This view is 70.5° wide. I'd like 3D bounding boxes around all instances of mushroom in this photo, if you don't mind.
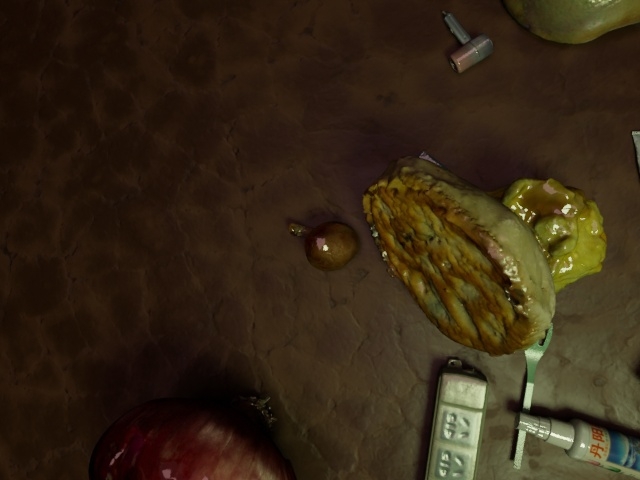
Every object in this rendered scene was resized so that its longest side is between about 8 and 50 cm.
[{"bbox_3d":[-0.003,0.005,0.769,0.130,0.073,0.088,17,121,15],"label":"mushroom"}]

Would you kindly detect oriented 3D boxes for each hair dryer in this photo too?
[{"bbox_3d":[0.229,-0.339,0.754,0.063,0.037,0.114,-31,74,11],"label":"hair dryer"}]

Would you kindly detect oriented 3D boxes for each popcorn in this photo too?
[{"bbox_3d":[0.311,-0.003,0.659,0.198,0.155,0.197,1,99,7],"label":"popcorn"}]

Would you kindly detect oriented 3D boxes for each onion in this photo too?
[{"bbox_3d":[-0.174,0.366,0.716,0.348,0.285,0.347,15,130,19],"label":"onion"}]

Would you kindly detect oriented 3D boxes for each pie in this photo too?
[{"bbox_3d":[0.180,0.027,0.626,0.093,0.315,0.315,-32,80,-18],"label":"pie"}]

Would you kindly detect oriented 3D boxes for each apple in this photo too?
[{"bbox_3d":[0.374,-0.423,0.685,0.193,0.120,0.264,-27,79,21],"label":"apple"}]

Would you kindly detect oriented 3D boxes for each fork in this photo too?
[{"bbox_3d":[0.324,0.239,0.712,0.039,0.021,0.234,11,91,17],"label":"fork"}]

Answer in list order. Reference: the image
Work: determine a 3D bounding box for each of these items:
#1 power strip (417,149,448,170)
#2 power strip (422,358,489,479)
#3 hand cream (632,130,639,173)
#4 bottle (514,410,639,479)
[{"bbox_3d":[0.153,-0.085,0.757,0.056,0.032,0.123,42,97,12],"label":"power strip"},{"bbox_3d":[0.209,0.328,0.715,0.078,0.052,0.271,9,89,12],"label":"power strip"},{"bbox_3d":[0.498,-0.123,0.693,0.030,0.019,0.093,-4,80,14],"label":"hand cream"},{"bbox_3d":[0.400,0.301,0.666,0.218,0.060,0.060,14,91,10],"label":"bottle"}]
